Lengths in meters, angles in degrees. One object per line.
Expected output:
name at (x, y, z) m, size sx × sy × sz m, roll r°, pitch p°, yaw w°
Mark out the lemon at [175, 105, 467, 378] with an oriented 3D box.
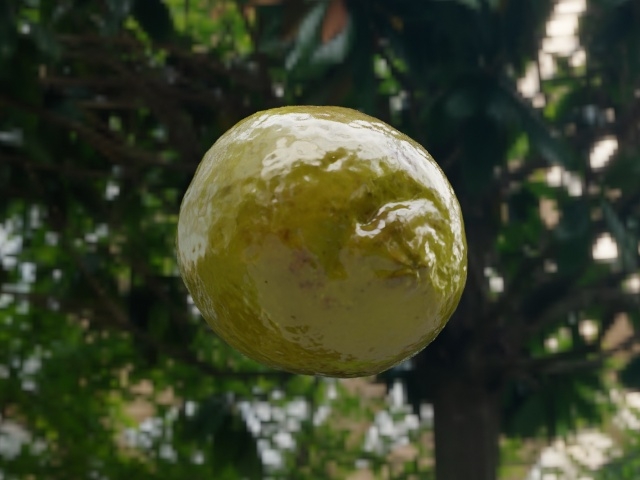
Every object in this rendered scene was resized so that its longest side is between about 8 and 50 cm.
lemon at (0.000, 0.000, 1.022) m, size 0.170 × 0.170 × 0.207 m, roll 6°, pitch -1°, yaw -16°
